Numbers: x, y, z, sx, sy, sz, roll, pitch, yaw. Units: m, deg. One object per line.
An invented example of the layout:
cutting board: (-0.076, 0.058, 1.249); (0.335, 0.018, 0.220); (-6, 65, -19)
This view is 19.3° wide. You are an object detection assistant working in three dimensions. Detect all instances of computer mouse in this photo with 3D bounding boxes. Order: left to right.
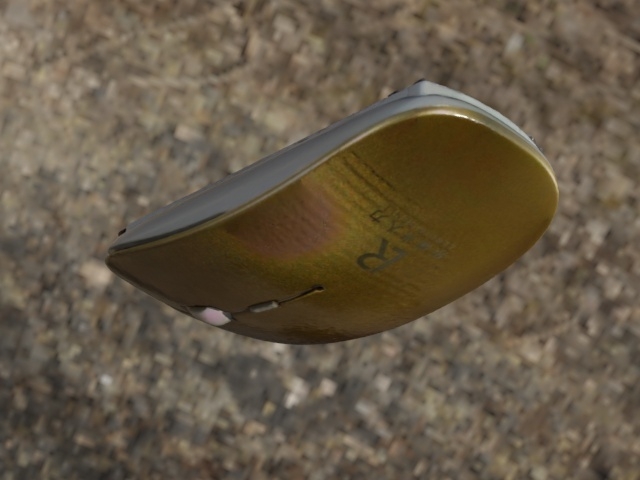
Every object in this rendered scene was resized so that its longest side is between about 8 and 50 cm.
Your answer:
computer mouse: (0.000, 0.000, 0.912); (0.126, 0.245, 0.056); (31, 52, -36)
